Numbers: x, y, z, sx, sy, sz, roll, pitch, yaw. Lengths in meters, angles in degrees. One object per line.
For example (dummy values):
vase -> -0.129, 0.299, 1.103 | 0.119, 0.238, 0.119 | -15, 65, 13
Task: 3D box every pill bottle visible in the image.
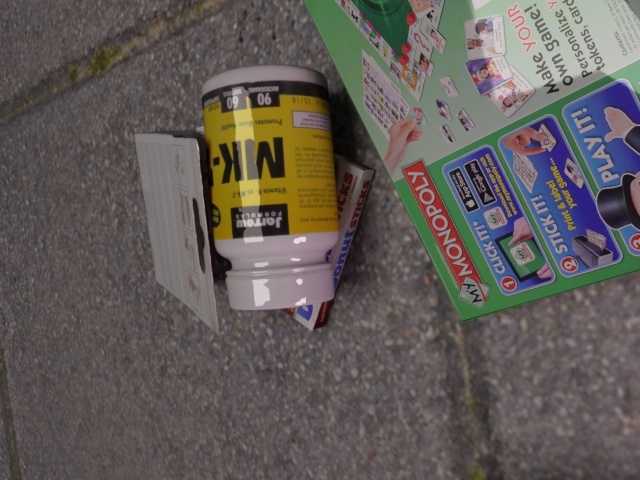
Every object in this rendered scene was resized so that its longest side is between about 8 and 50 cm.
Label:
pill bottle -> -0.044, -0.045, 0.569 | 0.119, 0.119, 0.208 | -5, 90, 40

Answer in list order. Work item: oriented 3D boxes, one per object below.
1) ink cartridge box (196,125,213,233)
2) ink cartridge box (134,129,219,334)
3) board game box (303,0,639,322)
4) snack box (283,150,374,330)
ink cartridge box -> -0.083, -0.071, 0.671 | 0.089, 0.052, 0.122 | -6, 92, 41
ink cartridge box -> -0.136, -0.022, 0.657 | 0.232, 0.066, 0.188 | 15, 113, 55
board game box -> 0.130, -0.113, 0.446 | 0.214, 0.046, 0.317 | -25, 93, 40
snack box -> 0.000, 0.000, 0.628 | 0.064, 0.022, 0.178 | 30, 113, 34
